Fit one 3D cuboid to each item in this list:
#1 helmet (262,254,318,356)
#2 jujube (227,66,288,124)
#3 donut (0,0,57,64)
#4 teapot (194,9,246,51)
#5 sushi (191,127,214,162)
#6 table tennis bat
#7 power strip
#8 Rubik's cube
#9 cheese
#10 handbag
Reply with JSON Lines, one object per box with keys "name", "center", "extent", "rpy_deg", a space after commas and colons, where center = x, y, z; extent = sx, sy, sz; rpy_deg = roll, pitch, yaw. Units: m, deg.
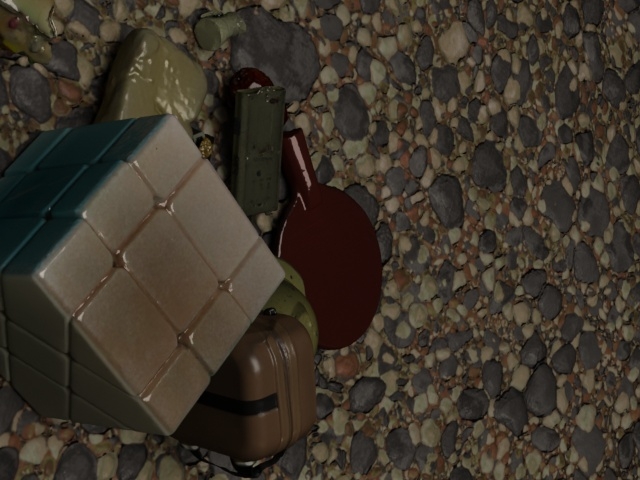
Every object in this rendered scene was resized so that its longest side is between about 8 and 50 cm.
{"name": "helmet", "center": [-0.071, 0.152, 2.084], "extent": [0.204, 0.137, 0.258], "rpy_deg": [17, 82, -37]}
{"name": "jujube", "center": [-0.103, -0.240, 2.136], "extent": [0.129, 0.077, 0.077], "rpy_deg": [45, 58, -35]}
{"name": "donut", "center": [-0.392, -0.447, 1.795], "extent": [0.371, 0.150, 0.307], "rpy_deg": [-46, 119, -37]}
{"name": "teapot", "center": [-0.168, -0.358, 2.095], "extent": [0.067, 0.057, 0.083], "rpy_deg": [52, 42, 6]}
{"name": "sushi", "center": [-0.222, -0.134, 2.043], "extent": [0.126, 0.026, 0.120], "rpy_deg": [20, 75, -43]}
{"name": "table tennis bat", "center": [0.000, 0.000, 2.251], "extent": [0.268, 0.051, 0.415], "rpy_deg": [-32, 112, -40]}
{"name": "power strip", "center": [-0.107, -0.134, 2.107], "extent": [0.092, 0.034, 0.268], "rpy_deg": [-13, 117, -37]}
{"name": "Rubik's cube", "center": [-0.303, 0.046, 1.744], "extent": [0.316, 0.321, 0.319], "rpy_deg": [-53, 125, -31]}
{"name": "cheese", "center": [-0.275, -0.187, 1.947], "extent": [0.159, 0.093, 0.263], "rpy_deg": [28, 70, -38]}
{"name": "handbag", "center": [-0.140, 0.240, 1.925], "extent": [0.149, 0.301, 0.283], "rpy_deg": [-23, 111, -41]}
